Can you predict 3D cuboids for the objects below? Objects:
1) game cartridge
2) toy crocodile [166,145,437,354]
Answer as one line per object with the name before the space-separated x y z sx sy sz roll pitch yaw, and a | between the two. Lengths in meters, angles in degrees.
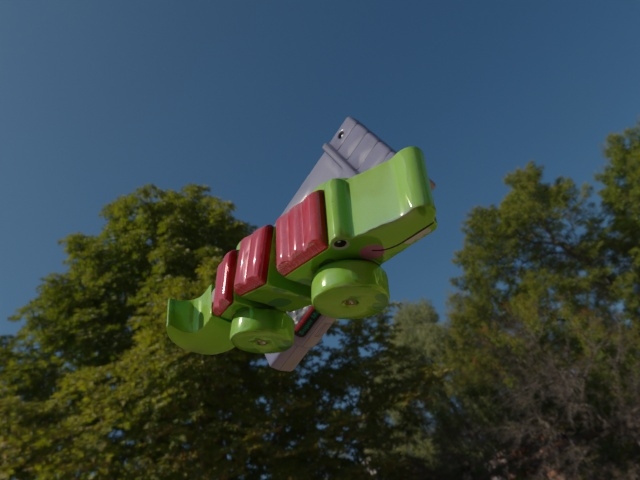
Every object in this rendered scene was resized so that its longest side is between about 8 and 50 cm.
game cartridge | 0.000 0.000 0.819 0.068 0.230 0.355 27 -73 -32
toy crocodile | -0.031 0.024 0.499 0.105 0.115 0.340 22 -37 -33
